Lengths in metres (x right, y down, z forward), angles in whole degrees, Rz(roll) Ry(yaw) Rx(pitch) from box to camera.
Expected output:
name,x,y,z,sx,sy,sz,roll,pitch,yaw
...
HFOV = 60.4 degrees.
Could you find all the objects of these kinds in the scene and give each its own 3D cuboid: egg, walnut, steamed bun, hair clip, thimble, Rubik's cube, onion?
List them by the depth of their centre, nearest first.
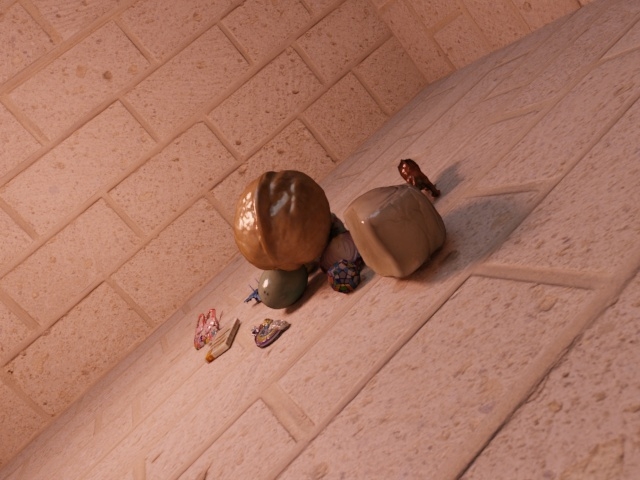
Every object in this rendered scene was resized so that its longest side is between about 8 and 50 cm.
name,x,y,z,sx,sy,sz,roll,pitch,yaw
steamed bun,0.220,-0.046,1.572,0.236,0.247,0.383,-30,6,-5
Rubik's cube,0.075,0.116,1.761,0.111,0.111,0.093,-40,-12,1
onion,0.094,0.059,1.904,0.206,0.151,0.098,-34,-23,-10
hair clip,-0.185,0.325,1.918,0.172,0.049,0.116,-8,46,52
walnut,-0.133,-0.074,1.942,0.381,0.381,0.381,-38,13,10
egg,-0.138,0.156,2.056,0.169,0.169,0.236,-26,19,47
thimble,0.000,0.000,2.164,0.149,0.185,0.211,-28,26,47

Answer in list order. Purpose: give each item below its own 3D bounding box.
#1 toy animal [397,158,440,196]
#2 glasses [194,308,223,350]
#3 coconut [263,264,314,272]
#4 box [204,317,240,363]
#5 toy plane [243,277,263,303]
name,x,y,z,sx,sy,sz,roll,pitch,yaw
toy animal,0.342,-0.214,1.979,0.097,0.157,0.312,-38,12,13
glasses,-0.501,0.410,2.470,0.255,0.095,0.162,-33,39,51
coconut,-0.147,0.054,2.294,0.244,0.239,0.239,-17,26,49
box,-0.401,0.409,2.257,0.122,0.032,0.220,-38,13,15
toy plane,-0.260,0.231,2.371,0.169,0.078,0.246,-41,19,-3
